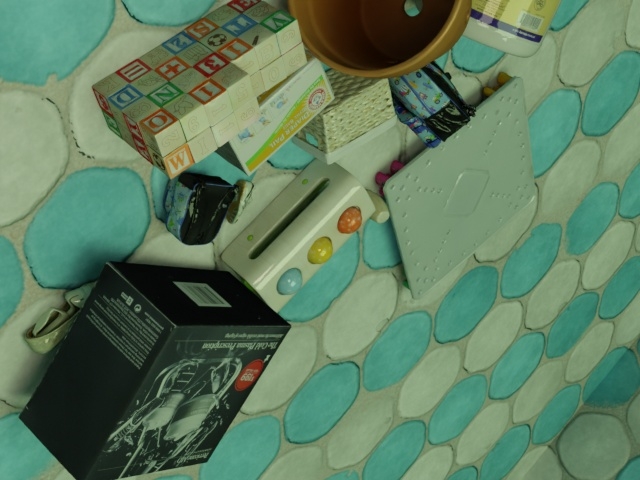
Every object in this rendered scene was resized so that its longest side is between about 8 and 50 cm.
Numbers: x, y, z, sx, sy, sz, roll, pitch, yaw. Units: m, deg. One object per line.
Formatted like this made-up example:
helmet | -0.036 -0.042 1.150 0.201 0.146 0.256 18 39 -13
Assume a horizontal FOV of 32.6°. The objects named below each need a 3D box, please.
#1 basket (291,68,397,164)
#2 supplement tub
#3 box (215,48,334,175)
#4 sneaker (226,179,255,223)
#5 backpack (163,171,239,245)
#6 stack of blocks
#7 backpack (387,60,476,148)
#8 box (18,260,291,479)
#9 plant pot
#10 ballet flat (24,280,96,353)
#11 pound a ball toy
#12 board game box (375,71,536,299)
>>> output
basket | 0.036 -0.228 1.904 0.167 0.113 0.103 -34 137 -25
supplement tub | 0.330 -0.509 1.882 0.241 0.241 0.331 3 117 -48
box | -0.093 -0.223 1.769 0.203 0.114 0.103 -44 143 -14
sneaker | -0.137 -0.065 1.919 0.037 0.032 0.083 1 119 -47
backpack | -0.206 -0.054 1.809 0.105 0.084 0.114 3 112 -47
stack of blocks | -0.164 -0.238 1.632 0.297 0.171 0.087 -37 141 -21
backpack | 0.178 -0.274 1.992 0.117 0.158 0.173 -41 132 14
box | -0.268 0.218 1.834 0.312 0.179 0.343 -58 153 14
plant pot | 0.117 -0.393 1.747 0.290 0.291 0.203 -61 160 12
ballet flat | -0.405 0.115 1.762 0.168 0.057 0.052 -46 133 -10
pound a ball toy | 0.000 0.000 2.034 0.319 0.136 0.208 -45 143 -9
board game box | 0.296 -0.111 2.332 0.390 0.050 0.390 -39 142 -17
